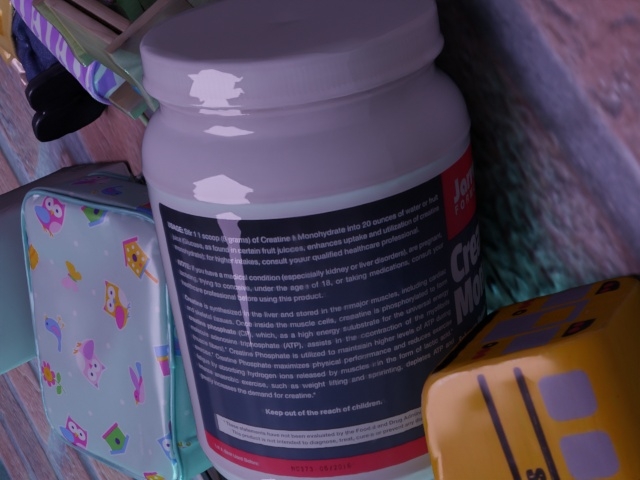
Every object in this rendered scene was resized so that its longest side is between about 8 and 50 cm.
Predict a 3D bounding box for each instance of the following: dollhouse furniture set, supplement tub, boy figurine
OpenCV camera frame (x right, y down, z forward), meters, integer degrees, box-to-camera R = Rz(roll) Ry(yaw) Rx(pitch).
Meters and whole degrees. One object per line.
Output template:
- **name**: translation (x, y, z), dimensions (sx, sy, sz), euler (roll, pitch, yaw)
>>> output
- **dollhouse furniture set**: translation (-0.086, -0.134, 0.949), dimensions (0.129, 0.129, 0.183), euler (35, 166, 46)
- **supplement tub**: translation (0.000, 0.000, 0.773), dimensions (0.191, 0.191, 0.272), euler (27, 132, 53)
- **boy figurine**: translation (-0.320, -0.240, 1.313), dimensions (0.285, 0.092, 0.177), euler (51, 158, 21)

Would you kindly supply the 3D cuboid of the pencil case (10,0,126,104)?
- **pencil case**: translation (-0.212, -0.205, 1.149), dimensions (0.206, 0.086, 0.088), euler (47, 122, 32)

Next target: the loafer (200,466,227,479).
- **loafer**: translation (-0.047, 0.236, 1.219), dimensions (0.267, 0.096, 0.084), euler (43, 142, 42)

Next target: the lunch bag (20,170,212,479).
- **lunch bag**: translation (-0.176, 0.071, 1.203), dimensions (0.224, 0.108, 0.279), euler (15, 113, 39)

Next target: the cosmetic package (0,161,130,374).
- **cosmetic package**: translation (-0.373, 0.058, 1.343), dimensions (0.217, 0.385, 0.156), euler (1, 116, 59)

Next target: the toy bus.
- **toy bus**: translation (0.161, 0.198, 0.710), dimensions (0.130, 0.108, 0.332), euler (-17, 99, 30)
